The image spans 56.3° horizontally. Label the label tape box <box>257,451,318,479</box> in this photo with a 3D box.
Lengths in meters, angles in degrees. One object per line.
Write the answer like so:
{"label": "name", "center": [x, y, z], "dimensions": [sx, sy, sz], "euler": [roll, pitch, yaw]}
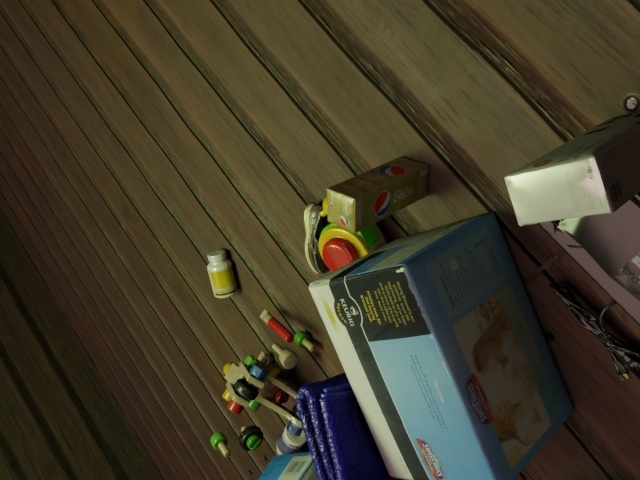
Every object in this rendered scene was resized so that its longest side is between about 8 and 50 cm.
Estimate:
{"label": "label tape box", "center": [0.022, 0.689, 1.514], "dimensions": [0.333, 0.106, 0.241], "euler": [48, 143, -8]}

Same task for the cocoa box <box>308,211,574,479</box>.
{"label": "cocoa box", "center": [0.188, 0.168, 0.931], "dimensions": [0.228, 0.231, 0.347], "euler": [-19, 96, 52]}

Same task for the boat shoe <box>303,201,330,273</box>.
{"label": "boat shoe", "center": [0.000, 0.000, 1.204], "dimensions": [0.049, 0.056, 0.152], "euler": [16, 122, 51]}

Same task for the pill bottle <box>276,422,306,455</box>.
{"label": "pill bottle", "center": [-0.079, 0.535, 1.596], "dimensions": [0.067, 0.067, 0.120], "euler": [49, 140, 20]}

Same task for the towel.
{"label": "towel", "center": [0.109, 0.324, 1.032], "dimensions": [0.076, 0.308, 0.227], "euler": [-32, 71, 39]}

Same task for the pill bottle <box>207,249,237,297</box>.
{"label": "pill bottle", "center": [-0.257, 0.085, 1.551], "dimensions": [0.065, 0.065, 0.116], "euler": [11, 119, 47]}

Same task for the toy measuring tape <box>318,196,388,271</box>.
{"label": "toy measuring tape", "center": [0.086, 0.064, 1.104], "dimensions": [0.121, 0.121, 0.330], "euler": [-16, 107, 53]}

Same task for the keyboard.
{"label": "keyboard", "center": [0.405, 0.063, 0.781], "dimensions": [0.317, 0.033, 0.201], "euler": [51, 134, 18]}

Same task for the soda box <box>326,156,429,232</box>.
{"label": "soda box", "center": [0.093, -0.076, 0.945], "dimensions": [0.061, 0.181, 0.058], "euler": [25, 128, 39]}

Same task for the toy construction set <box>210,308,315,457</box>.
{"label": "toy construction set", "center": [-0.146, 0.314, 1.456], "dimensions": [0.237, 0.258, 0.308], "euler": [33, 113, 51]}

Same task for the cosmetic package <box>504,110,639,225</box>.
{"label": "cosmetic package", "center": [0.306, -0.087, 0.638], "dimensions": [0.099, 0.239, 0.060], "euler": [-13, 101, 52]}
